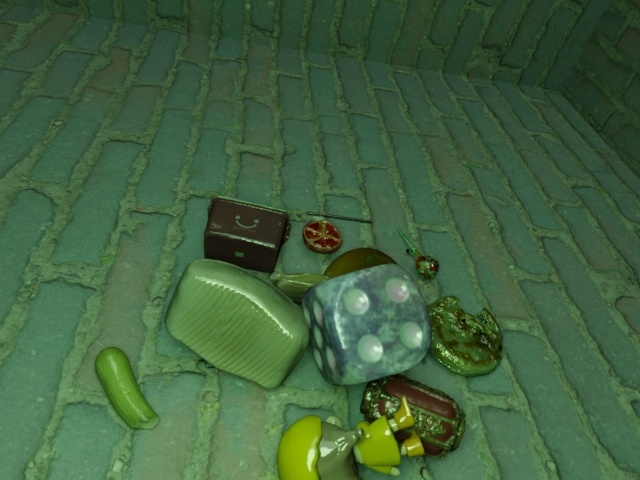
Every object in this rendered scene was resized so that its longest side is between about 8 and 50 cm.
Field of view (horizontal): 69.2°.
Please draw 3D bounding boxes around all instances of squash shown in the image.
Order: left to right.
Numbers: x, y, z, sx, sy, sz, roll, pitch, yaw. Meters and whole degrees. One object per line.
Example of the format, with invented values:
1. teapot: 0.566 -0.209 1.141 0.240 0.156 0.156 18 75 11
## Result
1. squash: -0.500 0.375 1.180 0.083 0.083 0.250 -24 57 -34

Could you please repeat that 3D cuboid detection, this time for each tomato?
1. tomato: 0.000 0.000 1.706 0.155 0.069 0.156 10 42 -9

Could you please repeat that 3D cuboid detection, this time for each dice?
1. dice: 0.117 0.225 1.250 0.269 0.270 0.272 -12 80 -20

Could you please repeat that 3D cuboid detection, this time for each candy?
1. candy: 0.361 0.034 1.777 0.077 0.084 0.288 -9 41 -18

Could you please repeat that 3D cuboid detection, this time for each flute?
1. flute: 0.077 -0.092 1.864 0.269 0.014 0.014 8 44 -8

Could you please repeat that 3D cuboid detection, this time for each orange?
1. orange: 0.161 0.156 1.533 0.262 0.196 0.335 -22 60 -16

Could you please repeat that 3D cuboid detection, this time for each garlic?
1. garlic: -0.061 0.155 1.507 0.195 0.102 0.087 7 40 -1

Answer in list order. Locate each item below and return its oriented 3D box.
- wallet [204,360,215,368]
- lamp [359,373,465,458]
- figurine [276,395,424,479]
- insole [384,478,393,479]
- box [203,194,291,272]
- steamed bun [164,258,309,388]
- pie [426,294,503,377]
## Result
1. wallet: -0.302 0.310 1.337 0.088 0.026 0.129 -4 44 -28
2. lamp: 0.242 0.461 1.234 0.273 0.177 0.177 22 44 5
3. figurine: 0.066 0.492 1.086 0.343 0.187 0.215 -20 82 -6
4. insole: 0.222 0.666 1.128 0.065 0.006 0.193 -28 58 -36
5. box: -0.256 -0.013 1.574 0.293 0.193 0.168 12 52 -4
6. steamed bun: -0.215 0.209 1.287 0.383 0.247 0.236 29 17 -2
7. pie: 0.461 0.308 1.519 0.302 0.067 0.303 9 43 -9
